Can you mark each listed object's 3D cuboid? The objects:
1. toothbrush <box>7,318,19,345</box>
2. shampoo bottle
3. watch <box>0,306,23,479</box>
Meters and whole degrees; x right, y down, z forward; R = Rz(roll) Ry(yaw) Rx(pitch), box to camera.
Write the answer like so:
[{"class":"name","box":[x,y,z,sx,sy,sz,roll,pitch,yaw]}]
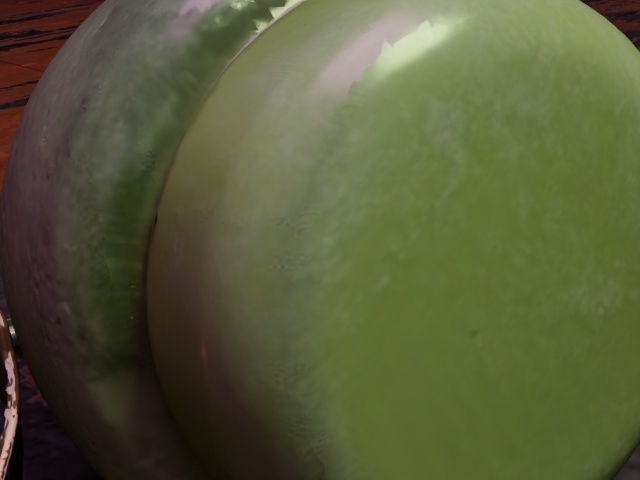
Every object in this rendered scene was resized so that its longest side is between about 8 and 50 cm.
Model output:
[{"class":"toothbrush","box":[-0.159,0.041,0.875,0.418,0.040,0.042,-14,29,-28]},{"class":"shampoo bottle","box":[0.000,0.000,0.592,0.322,0.322,0.317,-15,15,-30]},{"class":"watch","box":[-0.221,0.109,0.517,0.165,0.102,0.268,6,46,-9]}]
